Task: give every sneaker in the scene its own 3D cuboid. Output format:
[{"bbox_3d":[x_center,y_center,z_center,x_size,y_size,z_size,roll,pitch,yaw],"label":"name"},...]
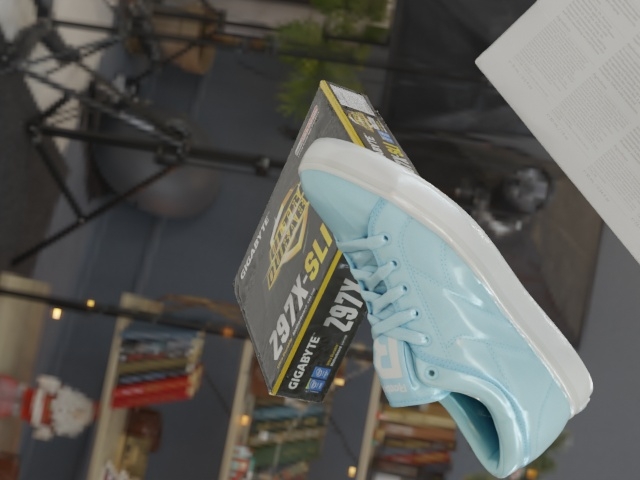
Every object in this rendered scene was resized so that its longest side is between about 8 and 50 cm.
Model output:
[{"bbox_3d":[0.095,0.070,1.121,0.150,0.366,0.135,-49,-170,-23],"label":"sneaker"}]

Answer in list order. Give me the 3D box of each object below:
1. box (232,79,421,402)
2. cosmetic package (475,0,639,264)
[{"bbox_3d":[0.000,0.000,1.533,0.322,0.079,0.257,-65,-153,24],"label":"box"},{"bbox_3d":[0.407,-0.165,1.435,0.284,0.377,0.097,-43,169,33],"label":"cosmetic package"}]
